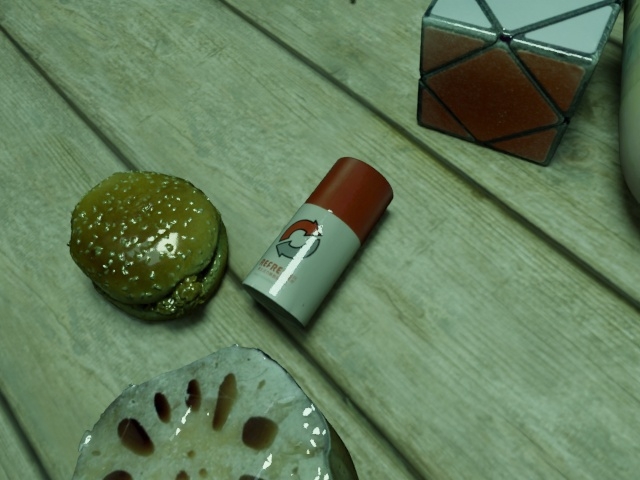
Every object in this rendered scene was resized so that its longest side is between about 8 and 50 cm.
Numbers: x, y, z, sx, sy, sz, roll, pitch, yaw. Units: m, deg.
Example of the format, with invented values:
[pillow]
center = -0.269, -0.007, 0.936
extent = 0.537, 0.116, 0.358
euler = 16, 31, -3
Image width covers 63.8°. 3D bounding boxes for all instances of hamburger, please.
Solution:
[hamburger]
center = -0.222, 0.004, 0.687
extent = 0.215, 0.122, 0.189
euler = 32, 72, 19

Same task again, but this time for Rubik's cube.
[Rubik's cube]
center = 0.263, -0.262, 0.688
extent = 0.207, 0.205, 0.205
euler = 24, 70, 20

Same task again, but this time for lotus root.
[lotus root]
center = -0.089, 0.252, 0.514
extent = 0.272, 0.192, 0.272
euler = -10, 55, 15

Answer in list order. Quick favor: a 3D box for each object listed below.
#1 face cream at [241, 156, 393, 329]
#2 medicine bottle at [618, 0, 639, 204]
[face cream]
center = 0.000, 0.000, 0.666
extent = 0.096, 0.096, 0.214
euler = 30, 72, 21
[medicine bottle]
center = 0.468, -0.152, 0.574
extent = 0.236, 0.235, 0.406
euler = 9, 72, 13
